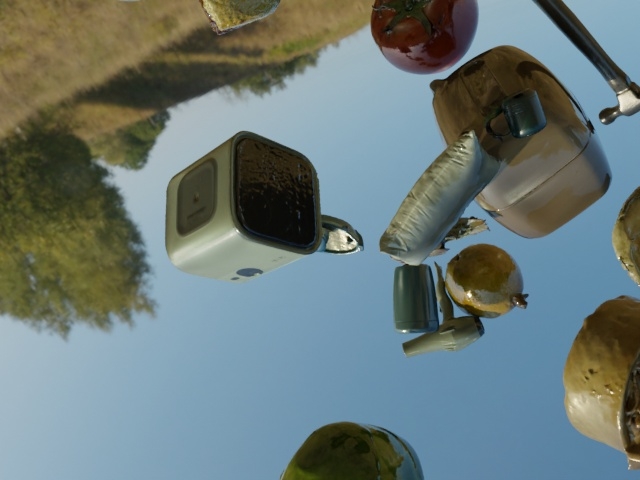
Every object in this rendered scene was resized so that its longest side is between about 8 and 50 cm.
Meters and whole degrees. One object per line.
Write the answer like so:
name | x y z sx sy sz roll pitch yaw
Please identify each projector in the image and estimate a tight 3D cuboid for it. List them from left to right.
projector | -0.169 -0.064 1.516 0.249 0.248 0.248 -24 -119 42

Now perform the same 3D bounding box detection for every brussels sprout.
brussels sprout | 0.070 0.601 1.703 0.371 0.315 0.276 -11 173 6

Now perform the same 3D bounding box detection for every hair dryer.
hair dryer | 0.308 0.220 1.956 0.229 0.092 0.267 -36 -128 5

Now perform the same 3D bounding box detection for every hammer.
hammer | 0.520 -0.422 1.413 0.168 0.440 0.044 -33 -159 52

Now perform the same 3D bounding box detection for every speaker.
speaker | 0.326 -0.207 1.161 0.094 0.075 0.060 -16 -170 39

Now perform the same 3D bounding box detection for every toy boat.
toy boat | 0.000 0.000 1.659 0.215 0.088 0.102 8 -147 11

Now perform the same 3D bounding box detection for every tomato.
tomato | 0.245 -0.517 1.622 0.255 0.224 0.256 -11 -108 35

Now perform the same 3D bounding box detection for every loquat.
loquat | 0.469 0.121 1.906 0.213 0.213 0.246 -39 -130 -24

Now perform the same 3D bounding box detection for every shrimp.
shrimp | 0.225 -0.001 1.345 0.223 0.047 0.126 -15 -156 46

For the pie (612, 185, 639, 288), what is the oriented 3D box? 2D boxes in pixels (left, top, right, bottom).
pie | 0.688 0.007 1.316 0.274 0.274 0.055 -36 173 -16

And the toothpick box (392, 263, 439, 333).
toothpick box | 0.250 0.153 1.827 0.120 0.184 0.120 -2 173 0

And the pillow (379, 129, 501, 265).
pillow | 0.206 -0.064 1.181 0.254 0.144 0.078 -53 -130 13

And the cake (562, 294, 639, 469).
cake | 0.680 0.288 1.313 0.332 0.332 0.321 -39 -150 -23

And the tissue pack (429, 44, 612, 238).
tissue pack | 0.381 -0.217 1.379 0.267 0.277 0.387 -35 -146 21

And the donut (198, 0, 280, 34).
donut | -0.133 -0.411 1.142 0.151 0.112 0.295 -20 -161 -5
